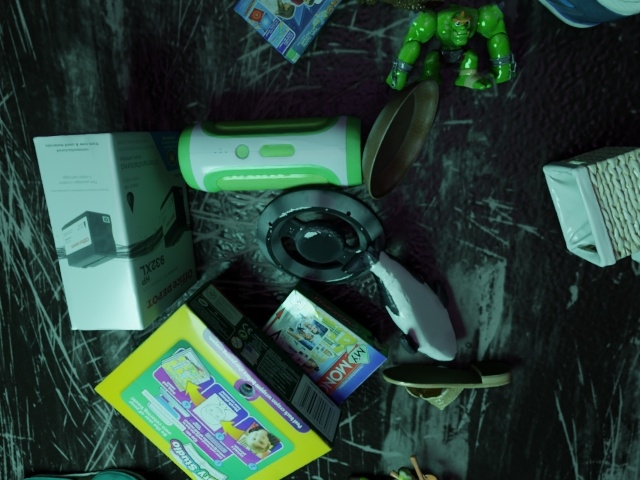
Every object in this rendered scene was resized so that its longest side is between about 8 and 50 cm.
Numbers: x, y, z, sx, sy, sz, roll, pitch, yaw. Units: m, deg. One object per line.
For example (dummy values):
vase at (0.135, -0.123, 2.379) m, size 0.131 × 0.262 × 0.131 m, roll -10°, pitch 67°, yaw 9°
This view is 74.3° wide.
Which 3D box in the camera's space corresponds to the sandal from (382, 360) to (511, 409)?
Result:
sandal at (0.243, 0.287, 0.810) m, size 0.240 × 0.088 × 0.079 m, roll -5°, pitch 98°, yaw 4°

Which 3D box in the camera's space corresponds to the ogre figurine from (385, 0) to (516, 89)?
ogre figurine at (0.205, -0.301, 0.662) m, size 0.197 × 0.097 × 0.118 m, roll 8°, pitch 124°, yaw 21°

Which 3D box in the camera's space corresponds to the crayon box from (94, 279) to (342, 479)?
crayon box at (-0.197, 0.308, 0.815) m, size 0.313 × 0.106 × 0.363 m, roll -41°, pitch 96°, yaw 25°

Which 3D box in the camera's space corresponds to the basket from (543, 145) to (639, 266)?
basket at (0.452, -0.060, 0.679) m, size 0.103 × 0.113 × 0.167 m, roll -21°, pitch 101°, yaw 8°

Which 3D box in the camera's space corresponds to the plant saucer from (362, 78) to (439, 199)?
plant saucer at (0.119, -0.160, 0.664) m, size 0.036 × 0.199 × 0.198 m, roll 31°, pitch 108°, yaw 21°

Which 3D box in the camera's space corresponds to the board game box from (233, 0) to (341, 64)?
board game box at (-0.030, -0.406, 0.668) m, size 0.136 × 0.035 × 0.201 m, roll 47°, pitch 108°, yaw 15°

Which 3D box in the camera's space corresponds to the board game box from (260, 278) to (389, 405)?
board game box at (-0.046, 0.254, 0.840) m, size 0.213 × 0.046 × 0.317 m, roll 37°, pitch 114°, yaw -2°

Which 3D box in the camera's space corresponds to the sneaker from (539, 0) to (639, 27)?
sneaker at (0.307, -0.407, 0.540) m, size 0.323 × 0.236 × 0.130 m, roll 34°, pitch 106°, yaw -2°

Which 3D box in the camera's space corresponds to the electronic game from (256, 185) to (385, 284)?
electronic game at (0.000, 0.000, 0.749) m, size 0.229 × 0.048 × 0.229 m, roll 4°, pitch 133°, yaw 5°

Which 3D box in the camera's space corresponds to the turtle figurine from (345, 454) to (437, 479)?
turtle figurine at (0.163, 0.525, 0.881) m, size 0.217 × 0.087 × 0.269 m, roll -16°, pitch 117°, yaw 22°

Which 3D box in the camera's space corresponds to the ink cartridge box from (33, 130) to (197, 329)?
ink cartridge box at (-0.330, -0.030, 0.733) m, size 0.129 × 0.223 × 0.307 m, roll 0°, pitch 105°, yaw 7°

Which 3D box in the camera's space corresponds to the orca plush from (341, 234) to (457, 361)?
orca plush at (0.135, 0.120, 0.770) m, size 0.287 × 0.151 × 0.102 m, roll 35°, pitch 153°, yaw -29°

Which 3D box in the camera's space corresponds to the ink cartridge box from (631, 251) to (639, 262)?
ink cartridge box at (0.637, -0.040, 0.668) m, size 0.218 × 0.092 × 0.158 m, roll -7°, pitch 104°, yaw 8°

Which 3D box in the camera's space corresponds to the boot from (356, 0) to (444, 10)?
boot at (0.123, -0.413, 0.659) m, size 0.158 × 0.059 × 0.084 m, roll 15°, pitch 101°, yaw 5°

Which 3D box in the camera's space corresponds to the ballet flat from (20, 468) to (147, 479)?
ballet flat at (-0.548, 0.628, 1.000) m, size 0.400 × 0.139 × 0.139 m, roll -6°, pitch 104°, yaw 14°

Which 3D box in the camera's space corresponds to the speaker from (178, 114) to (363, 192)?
speaker at (-0.078, -0.145, 0.716) m, size 0.297 × 0.131 × 0.131 m, roll 0°, pitch 105°, yaw 8°
